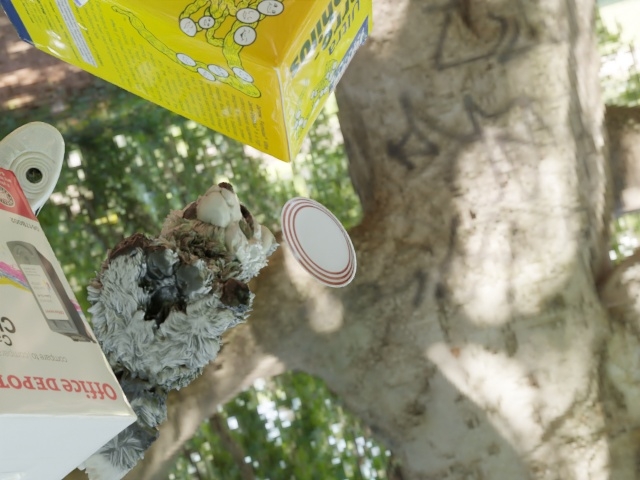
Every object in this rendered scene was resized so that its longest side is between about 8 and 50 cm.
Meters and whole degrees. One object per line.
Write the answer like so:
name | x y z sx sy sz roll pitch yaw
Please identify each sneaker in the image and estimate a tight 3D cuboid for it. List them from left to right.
sneaker | -0.365 -0.031 1.179 0.079 0.217 0.121 28 167 -17

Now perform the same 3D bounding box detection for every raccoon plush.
raccoon plush | -0.240 0.116 1.594 0.446 0.216 0.299 -53 180 17

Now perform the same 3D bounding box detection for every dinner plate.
dinner plate | 0.000 0.000 1.432 0.017 0.141 0.141 -34 -167 -33

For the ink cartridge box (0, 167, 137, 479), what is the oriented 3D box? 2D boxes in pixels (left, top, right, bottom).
ink cartridge box | -0.327 0.064 0.930 0.131 0.306 0.226 -38 159 11

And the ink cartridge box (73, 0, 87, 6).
ink cartridge box | -0.142 -0.294 0.667 0.208 0.206 0.045 -39 -178 13

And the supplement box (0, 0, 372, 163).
supplement box | -0.145 -0.266 1.080 0.357 0.194 0.195 25 161 12
